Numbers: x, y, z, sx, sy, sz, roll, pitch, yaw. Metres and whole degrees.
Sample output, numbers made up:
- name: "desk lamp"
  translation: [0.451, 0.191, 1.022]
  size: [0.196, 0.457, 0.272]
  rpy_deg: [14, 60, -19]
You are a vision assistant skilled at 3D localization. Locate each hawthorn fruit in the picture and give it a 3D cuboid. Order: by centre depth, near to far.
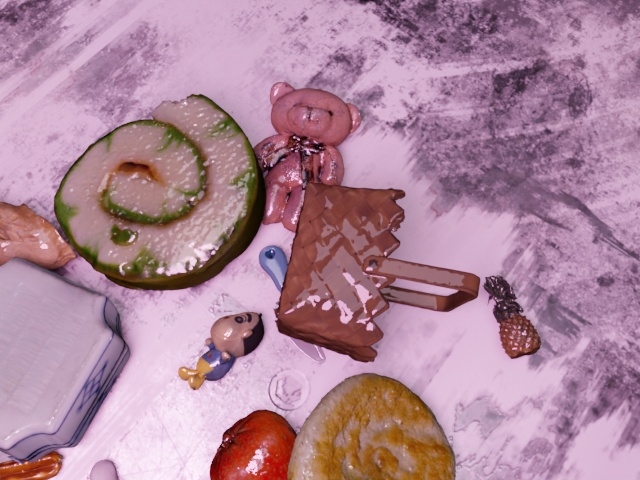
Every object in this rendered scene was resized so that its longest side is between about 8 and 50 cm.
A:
- name: "hawthorn fruit"
  translation: [-0.082, 0.377, 1.014]
  size: [0.157, 0.157, 0.194]
  rpy_deg: [-41, 99, -17]

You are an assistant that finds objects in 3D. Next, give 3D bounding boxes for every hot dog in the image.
- name: "hot dog"
  translation: [-0.487, 0.378, 1.042]
  size: [0.122, 0.037, 0.049]
  rpy_deg: [-8, 82, -8]

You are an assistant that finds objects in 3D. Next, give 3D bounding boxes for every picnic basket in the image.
- name: "picnic basket"
  translation: [0.092, 0.061, 1.086]
  size: [0.321, 0.254, 0.291]
  rpy_deg: [12, 75, 1]

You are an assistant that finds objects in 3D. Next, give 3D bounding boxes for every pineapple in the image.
- name: "pineapple"
  translation: [0.349, 0.137, 1.173]
  size: [0.074, 0.074, 0.159]
  rpy_deg: [-14, 66, -9]

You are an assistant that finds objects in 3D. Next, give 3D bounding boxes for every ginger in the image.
- name: "ginger"
  translation: [-0.612, -0.017, 1.147]
  size: [0.354, 0.126, 0.190]
  rpy_deg: [10, 62, 2]

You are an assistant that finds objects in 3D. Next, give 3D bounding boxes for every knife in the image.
- name: "knife"
  translation: [-0.059, 0.122, 1.180]
  size: [0.058, 0.032, 0.244]
  rpy_deg: [-18, 74, -15]

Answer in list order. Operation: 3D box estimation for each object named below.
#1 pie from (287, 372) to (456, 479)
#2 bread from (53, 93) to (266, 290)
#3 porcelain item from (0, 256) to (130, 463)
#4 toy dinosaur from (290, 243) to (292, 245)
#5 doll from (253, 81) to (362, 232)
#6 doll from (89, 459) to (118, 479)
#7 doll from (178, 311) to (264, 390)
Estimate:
- name: "pie"
  translation: [0.091, 0.364, 1.003]
  size: [0.323, 0.070, 0.323]
  rpy_deg: [15, 61, -28]
- name: "bread"
  translation: [-0.288, -0.097, 1.170]
  size: [0.366, 0.129, 0.382]
  rpy_deg: [9, 73, 8]
- name: "porcelain item"
  translation: [-0.487, 0.197, 1.043]
  size: [0.281, 0.157, 0.286]
  rpy_deg: [20, 63, 7]
- name: "toy dinosaur"
  translation: [0.001, 0.000, 1.233]
  size: [0.119, 0.029, 0.060]
  rpy_deg: [-17, 87, -8]
- name: "doll"
  translation: [-0.038, -0.173, 1.235]
  size: [0.201, 0.156, 0.303]
  rpy_deg: [14, 72, 1]
- name: "doll"
  translation: [-0.304, 0.511, 0.928]
  size: [0.311, 0.160, 0.242]
  rpy_deg: [17, 37, 33]
- name: "doll"
  translation: [-0.171, 0.186, 1.117]
  size: [0.179, 0.102, 0.089]
  rpy_deg: [-39, 118, -21]
